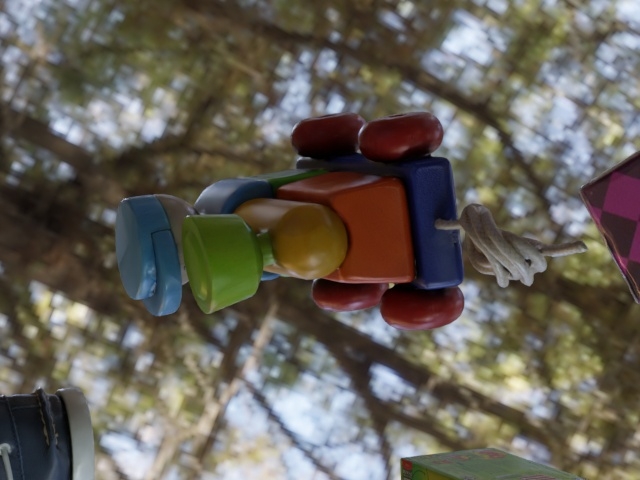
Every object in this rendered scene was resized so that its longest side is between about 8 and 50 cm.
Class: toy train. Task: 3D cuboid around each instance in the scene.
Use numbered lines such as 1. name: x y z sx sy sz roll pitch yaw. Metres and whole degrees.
1. toy train: 0.000 0.000 0.817 0.248 0.143 0.105 -170 -110 -67

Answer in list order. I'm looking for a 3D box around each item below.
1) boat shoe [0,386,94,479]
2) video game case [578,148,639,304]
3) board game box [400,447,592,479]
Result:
1. boat shoe: -0.201 0.218 1.156 0.095 0.079 0.254 -125 -141 -57
2. video game case: 0.203 -0.071 0.398 0.232 0.210 0.042 -37 -101 54
3. board game box: 0.145 0.210 1.422 0.181 0.092 0.043 -173 -99 -68
